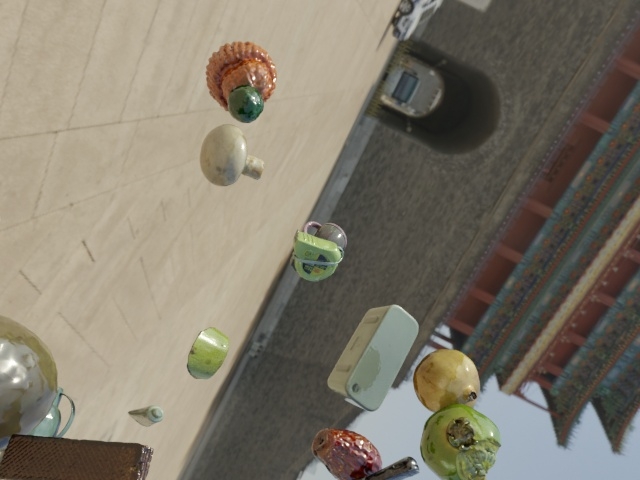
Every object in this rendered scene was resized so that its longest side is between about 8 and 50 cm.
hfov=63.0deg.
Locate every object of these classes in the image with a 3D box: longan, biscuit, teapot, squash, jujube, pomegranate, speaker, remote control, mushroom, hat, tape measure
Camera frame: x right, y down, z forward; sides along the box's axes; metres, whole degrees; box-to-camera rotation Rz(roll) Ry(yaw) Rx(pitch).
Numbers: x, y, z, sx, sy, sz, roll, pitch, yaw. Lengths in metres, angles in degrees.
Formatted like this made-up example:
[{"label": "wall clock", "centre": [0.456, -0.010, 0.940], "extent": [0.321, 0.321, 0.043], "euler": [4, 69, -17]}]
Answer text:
[{"label": "longan", "centre": [-0.953, 0.382, 1.382], "extent": [0.404, 0.435, 0.404], "euler": [-2, 90, -84]}, {"label": "biscuit", "centre": [-0.601, 0.550, 1.286], "extent": [0.073, 0.388, 0.107], "euler": [70, 22, -55]}, {"label": "teapot", "centre": [0.008, -0.001, 1.816], "extent": [0.116, 0.148, 0.146], "euler": [-17, -167, 38]}, {"label": "squash", "centre": [-0.392, 0.412, 1.874], "extent": [0.184, 0.085, 0.192], "euler": [60, 50, -64]}, {"label": "jujube", "centre": [0.106, 0.823, 1.990], "extent": [0.197, 0.290, 0.197], "euler": [-45, -158, 24]}, {"label": "pomegranate", "centre": [0.414, 0.472, 1.720], "extent": [0.233, 0.233, 0.233], "euler": [-63, 179, -1]}, {"label": "speaker", "centre": [0.202, 0.453, 2.062], "extent": [0.406, 0.183, 0.184], "euler": [-57, -163, -22]}, {"label": "remote control", "centre": [0.230, 0.856, 1.900], "extent": [0.265, 0.090, 0.066], "euler": [-25, -136, 8]}, {"label": "mushroom", "centre": [-0.288, -0.277, 1.692], "extent": [0.206, 0.209, 0.206], "euler": [171, -90, -78]}, {"label": "pomegranate", "centre": [0.392, 0.571, 1.484], "extent": [0.236, 0.236, 0.302], "euler": [-63, 148, -25]}, {"label": "hat", "centre": [-0.290, -0.609, 1.983], "extent": [0.285, 0.285, 0.400], "euler": [-63, -155, 16]}, {"label": "tape measure", "centre": [-0.018, 0.057, 1.712], "extent": [0.087, 0.177, 0.154], "euler": [-100, -150, -62]}]

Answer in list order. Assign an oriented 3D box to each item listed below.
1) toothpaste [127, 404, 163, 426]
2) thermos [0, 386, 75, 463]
[{"label": "toothpaste", "centre": [-0.433, 0.438, 1.302], "extent": [0.255, 0.067, 0.037], "euler": [-37, -164, 53]}, {"label": "thermos", "centre": [-0.939, 0.630, 1.749], "extent": [0.145, 0.182, 0.287], "euler": [92, 8, -60]}]
